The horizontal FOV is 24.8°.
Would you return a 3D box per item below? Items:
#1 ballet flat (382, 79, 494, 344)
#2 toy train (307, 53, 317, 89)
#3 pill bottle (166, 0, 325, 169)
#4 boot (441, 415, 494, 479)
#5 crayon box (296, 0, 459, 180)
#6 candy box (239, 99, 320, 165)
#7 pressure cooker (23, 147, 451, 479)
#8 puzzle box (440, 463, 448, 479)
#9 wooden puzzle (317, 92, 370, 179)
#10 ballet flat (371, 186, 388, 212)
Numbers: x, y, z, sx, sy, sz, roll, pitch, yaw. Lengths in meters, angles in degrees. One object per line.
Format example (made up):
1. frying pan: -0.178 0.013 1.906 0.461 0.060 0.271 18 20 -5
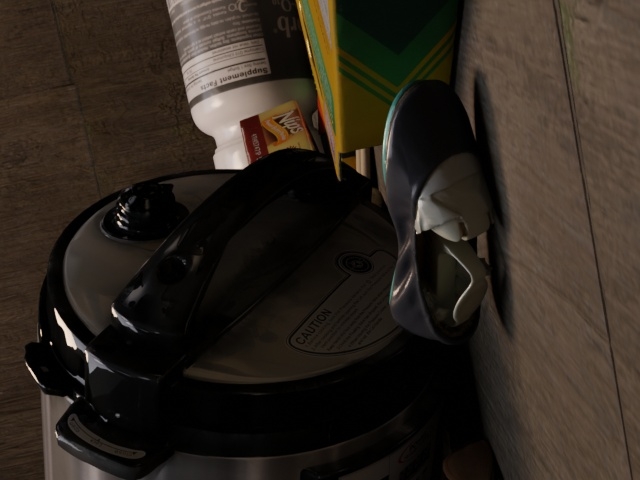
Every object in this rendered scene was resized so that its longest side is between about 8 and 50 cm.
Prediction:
1. ballet flat: 0.081 -0.009 0.925 0.074 0.074 0.203 -105 10 -47
2. toy train: -0.003 -0.248 2.168 0.024 0.017 0.083 64 -170 -52
3. pill bottle: -0.112 -0.281 2.249 0.210 0.210 0.363 101 156 -84
4. boot: 0.127 0.203 1.203 0.118 0.042 0.087 -104 -3 -62
5. crayon box: 0.026 -0.197 0.954 0.323 0.083 0.203 86 171 -70
6. candy box: 0.000 0.000 1.862 0.183 0.087 0.316 -105 -7 -55
7. pressure cooker: -0.079 0.129 1.326 0.370 0.375 0.420 -113 23 -54
8. puzzle box: 0.120 0.301 1.645 0.409 0.052 0.272 81 176 -52
9. wooden puzzle: 0.026 -0.130 1.753 0.239 0.044 0.221 80 176 -47
10. ballet flat: 0.067 0.006 1.622 0.049 0.057 0.173 26 146 31
